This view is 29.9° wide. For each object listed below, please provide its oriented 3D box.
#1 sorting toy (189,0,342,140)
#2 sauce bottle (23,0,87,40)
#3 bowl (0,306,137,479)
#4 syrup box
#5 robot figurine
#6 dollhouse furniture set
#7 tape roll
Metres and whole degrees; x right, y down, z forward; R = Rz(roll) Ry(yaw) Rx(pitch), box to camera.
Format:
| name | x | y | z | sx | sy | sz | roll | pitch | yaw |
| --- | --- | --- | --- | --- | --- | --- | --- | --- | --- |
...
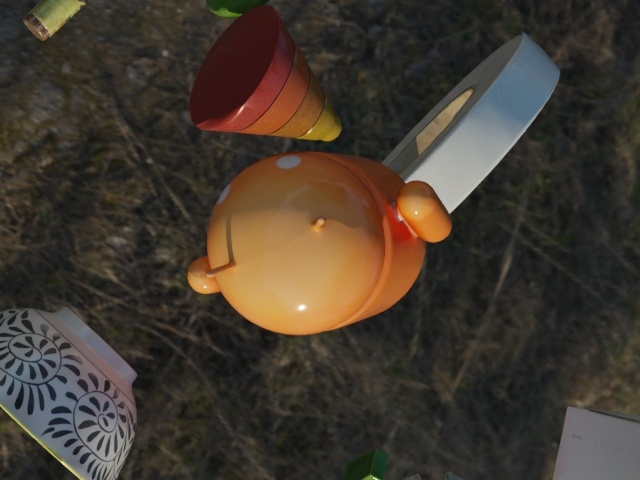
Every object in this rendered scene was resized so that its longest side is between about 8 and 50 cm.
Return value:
| name | x | y | z | sx | sy | sz | roll | pitch | yaw |
| --- | --- | --- | --- | --- | --- | --- | --- | --- | --- |
| sorting toy | -0.026 | -0.222 | 1.131 | 0.126 | 0.127 | 0.365 | 31 | 45 | -31 |
| sauce bottle | -0.325 | -0.313 | 1.549 | 0.128 | 0.042 | 0.042 | -45 | 130 | -13 |
| bowl | -0.187 | 0.101 | 0.872 | 0.080 | 0.170 | 0.170 | -47 | 130 | -11 |
| syrup box | 0.266 | 0.175 | 0.816 | 0.237 | 0.093 | 0.096 | 15 | 85 | -40 |
| robot figurine | 0.002 | -0.001 | 0.845 | 0.219 | 0.158 | 0.128 | -8 | 117 | -71 |
| dollhouse furniture set | 0.099 | 0.272 | 1.239 | 0.152 | 0.058 | 0.076 | 29 | 50 | -17 |
| tape roll | 0.157 | -0.111 | 1.592 | 0.072 | 0.392 | 0.392 | 43 | 73 | -5 |
